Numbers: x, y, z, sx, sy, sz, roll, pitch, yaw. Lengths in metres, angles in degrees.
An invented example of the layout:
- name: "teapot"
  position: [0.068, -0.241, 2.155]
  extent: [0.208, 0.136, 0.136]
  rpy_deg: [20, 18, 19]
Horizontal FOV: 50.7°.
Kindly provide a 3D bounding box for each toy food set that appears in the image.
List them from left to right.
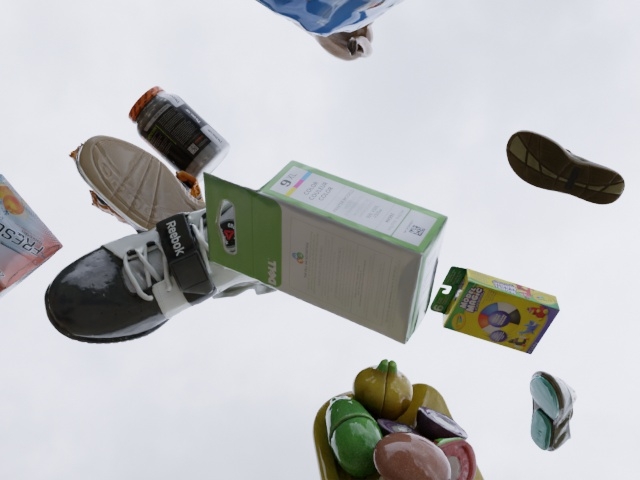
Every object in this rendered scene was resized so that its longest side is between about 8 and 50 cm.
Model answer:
- name: "toy food set"
  position: [0.068, 0.152, 0.474]
  extent: [0.128, 0.218, 0.071]
  rpy_deg: [6, -65, -14]

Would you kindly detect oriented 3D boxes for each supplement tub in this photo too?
- name: "supplement tub"
  position: [-0.285, -0.213, 1.360]
  extent: [0.190, 0.117, 0.117]
  rpy_deg: [44, -58, -3]

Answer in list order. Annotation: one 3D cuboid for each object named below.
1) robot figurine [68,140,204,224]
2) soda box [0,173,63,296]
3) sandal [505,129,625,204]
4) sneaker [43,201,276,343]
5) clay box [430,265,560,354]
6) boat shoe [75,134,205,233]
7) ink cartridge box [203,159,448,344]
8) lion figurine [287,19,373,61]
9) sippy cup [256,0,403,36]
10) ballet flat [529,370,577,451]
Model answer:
- name: "robot figurine"
  position: [-0.332, -0.090, 1.282]
  extent: [0.291, 0.085, 0.211]
  rpy_deg: [20, -36, 21]
- name: "soda box"
  position: [-0.255, 0.032, 0.446]
  extent: [0.183, 0.058, 0.063]
  rpy_deg: [-31, -77, 29]
- name: "sandal"
  position: [0.349, -0.106, 0.975]
  extent: [0.180, 0.049, 0.072]
  rpy_deg: [21, -61, -2]
- name: "sneaker"
  position: [-0.143, 0.012, 0.768]
  extent: [0.122, 0.330, 0.146]
  rpy_deg: [61, -35, 16]
- name: "clay box"
  position: [0.341, 0.138, 1.343]
  extent: [0.222, 0.053, 0.127]
  rpy_deg: [16, -57, -5]
- name: "boat shoe"
  position: [-0.225, -0.038, 0.948]
  extent: [0.092, 0.103, 0.285]
  rpy_deg: [-16, -40, 43]
- name: "ink cartridge box"
  position: [0.000, 0.000, 0.607]
  extent: [0.209, 0.062, 0.109]
  rpy_deg: [21, -46, 19]
- name: "lion figurine"
  position: [-0.009, -0.408, 1.178]
  extent: [0.142, 0.240, 0.392]
  rpy_deg: [-35, -113, 10]
- name: "sippy cup"
  position: [0.034, -0.243, 0.362]
  extent: [0.224, 0.305, 0.240]
  rpy_deg: [-37, -121, 41]
- name: "ballet flat"
  position: [0.371, 0.258, 1.068]
  extent: [0.072, 0.068, 0.213]
  rpy_deg: [49, -19, 42]
